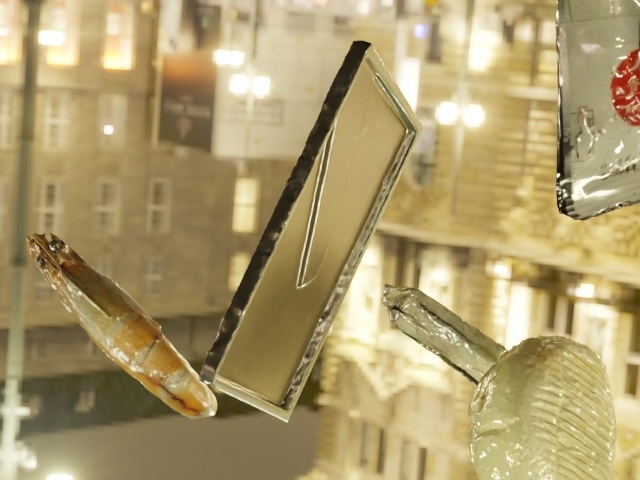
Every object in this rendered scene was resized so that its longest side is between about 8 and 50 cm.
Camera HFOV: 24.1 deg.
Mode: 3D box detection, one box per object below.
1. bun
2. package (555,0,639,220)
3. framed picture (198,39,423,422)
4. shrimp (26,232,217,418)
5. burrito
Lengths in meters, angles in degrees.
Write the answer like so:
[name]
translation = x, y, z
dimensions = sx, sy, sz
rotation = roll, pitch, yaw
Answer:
[bun]
translation = 0.202, 0.175, 1.375
dimensions = 0.164, 0.188, 0.111
rotation = 29, 145, -35
[package]
translation = 0.172, -0.128, 0.671
dimensions = 0.154, 0.239, 0.030
rotation = -11, -156, -6
[framed picture]
translation = -0.001, 0.000, 1.111
dimensions = 0.018, 0.265, 0.192
rotation = 23, 172, 18
[shrimp]
translation = -0.212, 0.093, 1.625
dimensions = 0.287, 0.063, 0.152
rotation = 43, 177, 22
[burrito]
translation = 0.137, 0.102, 1.508
dimensions = 0.188, 0.058, 0.045
rotation = 35, -144, -7
